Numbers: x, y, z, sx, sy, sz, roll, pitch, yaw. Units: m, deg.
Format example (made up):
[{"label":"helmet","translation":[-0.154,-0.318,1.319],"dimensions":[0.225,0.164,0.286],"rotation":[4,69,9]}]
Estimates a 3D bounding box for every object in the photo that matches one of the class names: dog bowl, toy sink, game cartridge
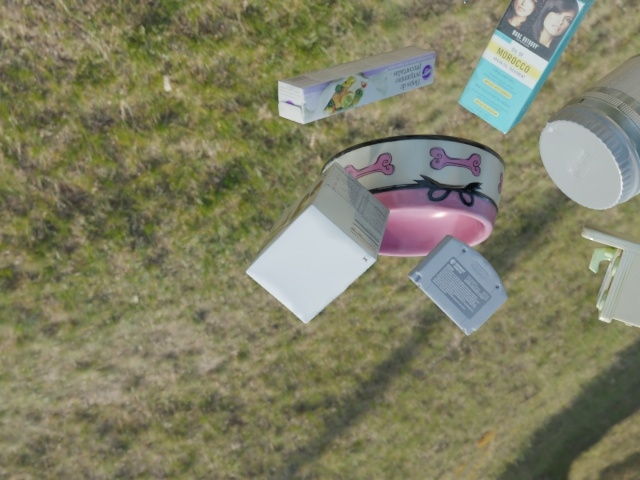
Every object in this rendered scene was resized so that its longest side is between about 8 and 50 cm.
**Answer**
[{"label":"dog bowl","translation":[0.203,-0.080,1.620],"dimensions":[0.408,0.150,0.408],"rotation":[-1,162,0]},{"label":"toy sink","translation":[0.512,0.070,1.158],"dimensions":[0.153,0.234,0.131],"rotation":[-13,120,-70]},{"label":"game cartridge","translation":[0.117,0.035,0.611],"dimensions":[0.056,0.017,0.083],"rotation":[-44,115,4]}]

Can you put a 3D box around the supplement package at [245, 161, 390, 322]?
[{"label":"supplement package","translation":[0.000,0.000,1.341],"dimensions":[0.149,0.203,0.194],"rotation":[41,117,-9]}]

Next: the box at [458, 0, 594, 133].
[{"label":"box","translation":[0.316,-0.294,1.145],"dimensions":[0.060,0.100,0.244],"rotation":[-39,160,-43]}]

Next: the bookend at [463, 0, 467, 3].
[{"label":"bookend","translation":[0.247,-0.462,1.076],"dimensions":[0.157,0.072,0.156],"rotation":[-20,118,36]}]

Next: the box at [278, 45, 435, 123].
[{"label":"box","translation":[0.070,-0.275,1.277],"dimensions":[0.324,0.067,0.063],"rotation":[-25,128,-36]}]

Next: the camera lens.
[{"label":"camera lens","translation":[0.589,-0.213,1.409],"dimensions":[0.274,0.219,0.219],"rotation":[-35,149,-17]}]
